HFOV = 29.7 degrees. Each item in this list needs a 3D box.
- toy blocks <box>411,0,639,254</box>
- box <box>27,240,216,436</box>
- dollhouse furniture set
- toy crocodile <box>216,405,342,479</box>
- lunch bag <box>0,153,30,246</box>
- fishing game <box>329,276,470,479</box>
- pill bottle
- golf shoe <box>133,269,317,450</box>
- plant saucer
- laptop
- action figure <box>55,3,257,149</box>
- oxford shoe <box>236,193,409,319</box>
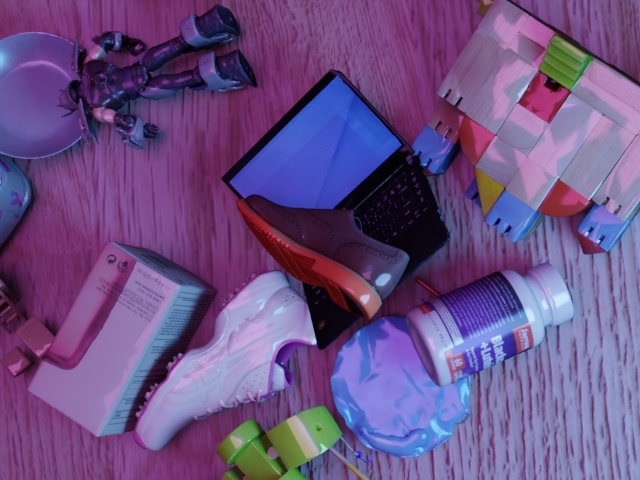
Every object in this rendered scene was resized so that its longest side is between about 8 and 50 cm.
[{"bbox_3d":[0.279,-0.118,1.522,0.381,0.191,0.261,37,107,15],"label":"toy blocks"},{"bbox_3d":[-0.267,0.133,1.640,0.127,0.148,0.232,30,93,15],"label":"box"},{"bbox_3d":[-0.489,0.147,1.692,0.161,0.101,0.182,43,77,13],"label":"dollhouse furniture set"},{"bbox_3d":[-0.102,0.336,1.593,0.115,0.105,0.340,46,117,15],"label":"toy crocodile"},{"bbox_3d":[-0.569,-0.046,1.755,0.224,0.108,0.279,37,94,19],"label":"lunch bag"},{"bbox_3d":[0.108,0.192,1.595,0.189,0.041,0.264,36,89,7],"label":"fishing game"},{"bbox_3d":[0.215,0.101,1.524,0.193,0.108,0.108,-23,80,-6],"label":"pill bottle"},{"bbox_3d":[-0.124,0.185,1.619,0.140,0.115,0.306,42,97,10],"label":"golf shoe"},{"bbox_3d":[-0.414,-0.206,1.746,0.195,0.037,0.195,1,76,-2],"label":"plant saucer"},{"bbox_3d":[0.011,-0.042,1.555,0.234,0.136,0.264,-43,38,24],"label":"laptop"},{"bbox_3d":[-0.243,-0.226,1.687,0.285,0.099,0.185,-16,80,12],"label":"action figure"},{"bbox_3d":[0.000,0.000,1.513,0.098,0.097,0.271,-46,52,-13],"label":"oxford shoe"}]
